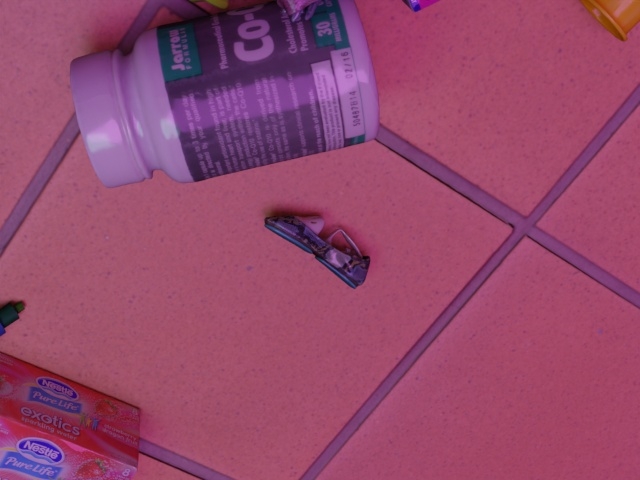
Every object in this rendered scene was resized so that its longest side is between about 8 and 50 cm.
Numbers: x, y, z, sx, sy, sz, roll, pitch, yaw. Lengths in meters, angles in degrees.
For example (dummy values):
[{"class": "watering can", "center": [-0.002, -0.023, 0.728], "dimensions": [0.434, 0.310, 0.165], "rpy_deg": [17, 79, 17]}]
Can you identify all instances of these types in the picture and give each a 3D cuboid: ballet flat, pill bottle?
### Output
[{"class": "ballet flat", "center": [0.000, 0.000, 1.434], "dimensions": [0.188, 0.070, 0.070], "rpy_deg": [36, 108, -26]}, {"class": "pill bottle", "center": [-0.119, -0.188, 1.223], "dimensions": [0.361, 0.204, 0.204], "rpy_deg": [-14, 119, -2]}]

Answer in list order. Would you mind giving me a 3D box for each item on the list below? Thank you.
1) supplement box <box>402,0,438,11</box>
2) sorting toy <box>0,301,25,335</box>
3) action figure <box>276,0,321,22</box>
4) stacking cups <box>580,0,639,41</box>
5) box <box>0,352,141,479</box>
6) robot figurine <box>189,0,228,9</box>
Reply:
[{"class": "supplement box", "center": [0.186, -0.397, 1.211], "dimensions": [0.220, 0.114, 0.111], "rpy_deg": [-26, 118, 4]}, {"class": "sorting toy", "center": [-0.523, 0.001, 1.341], "dimensions": [0.126, 0.127, 0.365], "rpy_deg": [-36, 125, -23]}, {"class": "action figure", "center": [-0.059, -0.426, 1.022], "dimensions": [0.276, 0.248, 0.370], "rpy_deg": [-35, 138, 2]}, {"class": "stacking cups", "center": [0.494, -0.406, 1.264], "dimensions": [0.316, 0.096, 0.096], "rpy_deg": [-42, 116, 14]}, {"class": "box", "center": [-0.441, 0.300, 1.469], "dimensions": [0.300, 0.154, 0.142], "rpy_deg": [28, 110, -20]}, {"class": "robot figurine", "center": [-0.135, -0.339, 1.209], "dimensions": [0.115, 0.101, 0.067], "rpy_deg": [-3, 157, 12]}]
